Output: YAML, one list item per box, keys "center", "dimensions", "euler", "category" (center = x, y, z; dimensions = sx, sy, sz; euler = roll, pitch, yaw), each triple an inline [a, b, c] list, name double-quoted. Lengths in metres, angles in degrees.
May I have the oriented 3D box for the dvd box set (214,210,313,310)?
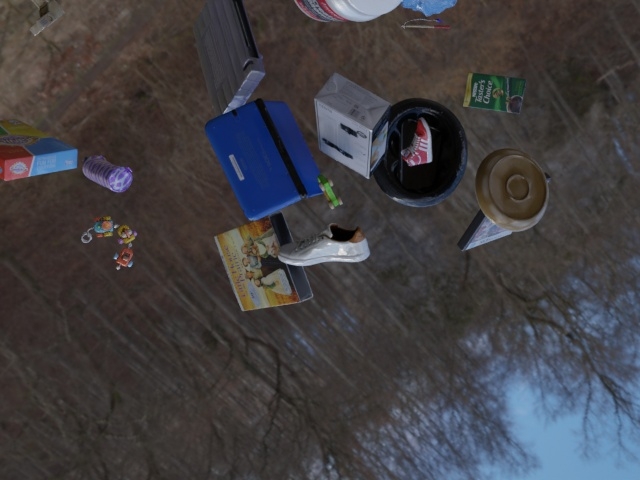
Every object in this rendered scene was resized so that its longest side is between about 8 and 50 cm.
- center: [-0.209, 0.082, 2.353]
  dimensions: [0.062, 0.307, 0.420]
  euler: [-22, -176, -35]
  category: "dvd box set"

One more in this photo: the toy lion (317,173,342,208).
- center: [0.016, -0.131, 1.742]
  dimensions: [0.034, 0.100, 0.096]
  euler: [-30, -144, -3]
  category: "toy lion"

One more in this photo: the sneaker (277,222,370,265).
- center: [0.000, 0.000, 2.062]
  dimensions: [0.290, 0.123, 0.106]
  euler: [-5, -147, 17]
  category: "sneaker"

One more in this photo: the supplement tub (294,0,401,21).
- center: [0.059, -0.580, 1.489]
  dimensions: [0.191, 0.191, 0.272]
  euler: [-47, -151, -4]
  category: "supplement tub"

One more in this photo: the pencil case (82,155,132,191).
- center: [-0.682, -0.216, 2.170]
  dimensions: [0.206, 0.086, 0.088]
  euler: [25, -115, 43]
  category: "pencil case"

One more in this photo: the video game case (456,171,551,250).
- center: [0.592, -0.091, 2.194]
  dimensions: [0.248, 0.035, 0.274]
  euler: [-16, 147, -33]
  category: "video game case"

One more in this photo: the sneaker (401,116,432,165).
- center: [0.215, -0.219, 1.538]
  dimensions: [0.067, 0.118, 0.042]
  euler: [-18, -141, -4]
  category: "sneaker"

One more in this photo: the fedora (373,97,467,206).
- center: [0.285, -0.259, 2.076]
  dimensions: [0.334, 0.334, 0.152]
  euler: [-50, -178, -11]
  category: "fedora"

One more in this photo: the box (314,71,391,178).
- center: [0.080, -0.283, 1.721]
  dimensions: [0.087, 0.169, 0.290]
  euler: [-55, 167, -14]
  category: "box"

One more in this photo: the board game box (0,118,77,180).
- center: [-0.934, -0.281, 2.048]
  dimensions: [0.242, 0.317, 0.064]
  euler: [-23, 132, -53]
  category: "board game box"

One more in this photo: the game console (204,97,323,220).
- center: [-0.142, -0.222, 1.852]
  dimensions: [0.250, 0.293, 0.173]
  euler: [-25, 178, -6]
  category: "game console"

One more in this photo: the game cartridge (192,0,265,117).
- center: [-0.257, -0.525, 1.869]
  dimensions: [0.230, 0.068, 0.354]
  euler: [-47, -127, 49]
  category: "game cartridge"

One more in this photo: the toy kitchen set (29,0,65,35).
- center: [-0.524, -0.447, 1.265]
  dimensions: [0.068, 0.083, 0.075]
  euler: [-20, -149, 34]
  category: "toy kitchen set"

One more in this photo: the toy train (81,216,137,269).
- center: [-0.607, 0.002, 1.989]
  dimensions: [0.125, 0.166, 0.046]
  euler: [-61, -160, -18]
  category: "toy train"

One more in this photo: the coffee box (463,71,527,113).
- center: [0.557, -0.473, 2.174]
  dimensions: [0.040, 0.184, 0.113]
  euler: [-41, 141, -68]
  category: "coffee box"

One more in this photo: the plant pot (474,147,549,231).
- center: [0.537, -0.143, 1.871]
  dimensions: [0.236, 0.236, 0.032]
  euler: [-52, -171, -18]
  category: "plant pot"

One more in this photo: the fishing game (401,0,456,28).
- center: [0.288, -0.687, 1.806]
  dimensions: [0.189, 0.264, 0.041]
  euler: [2, -132, 4]
  category: "fishing game"
